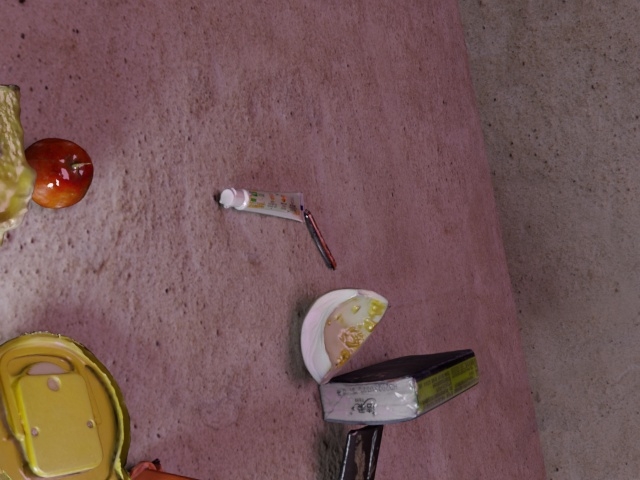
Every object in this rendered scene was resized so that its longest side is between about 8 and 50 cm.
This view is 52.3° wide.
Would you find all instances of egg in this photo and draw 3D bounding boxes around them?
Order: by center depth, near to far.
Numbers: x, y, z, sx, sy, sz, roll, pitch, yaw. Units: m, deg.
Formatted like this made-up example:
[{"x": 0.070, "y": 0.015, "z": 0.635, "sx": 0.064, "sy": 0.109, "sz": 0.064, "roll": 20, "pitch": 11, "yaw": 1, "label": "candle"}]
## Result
[{"x": 0.031, "y": 0.220, "z": 1.647, "sx": 0.271, "sy": 0.162, "sz": 0.206, "roll": -45, "pitch": 164, "yaw": -18, "label": "egg"}]

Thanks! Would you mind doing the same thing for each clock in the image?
[{"x": -0.427, "y": 0.288, "z": 1.020, "sx": 0.277, "sy": 0.071, "sz": 0.293, "roll": 22, "pitch": 43, "yaw": -53, "label": "clock"}]

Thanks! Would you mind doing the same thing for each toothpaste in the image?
[{"x": -0.127, "y": -0.094, "z": 1.610, "sx": 0.056, "sy": 0.058, "sz": 0.314, "roll": 42, "pitch": 19, "yaw": 27, "label": "toothpaste"}]

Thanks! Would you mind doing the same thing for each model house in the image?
[{"x": -0.529, "y": -0.096, "z": 0.926, "sx": 0.175, "sy": 0.193, "sz": 0.234, "roll": -5, "pitch": 87, "yaw": -55, "label": "model house"}]

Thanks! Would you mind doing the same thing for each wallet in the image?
[{"x": 0.091, "y": 0.619, "z": 1.626, "sx": 0.170, "sy": 0.044, "sz": 0.321, "roll": 10, "pitch": 92, "yaw": -54, "label": "wallet"}]

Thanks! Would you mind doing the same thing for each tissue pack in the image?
[{"x": 0.223, "y": 0.389, "z": 1.753, "sx": 0.394, "sy": 0.288, "sz": 0.124, "roll": -3, "pitch": 80, "yaw": -55, "label": "tissue pack"}]

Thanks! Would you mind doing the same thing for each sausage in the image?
[{"x": 0.000, "y": 0.000, "z": 1.781, "sx": 0.198, "sy": 0.025, "sz": 0.028, "roll": 63, "pitch": 22, "yaw": -21, "label": "sausage"}]

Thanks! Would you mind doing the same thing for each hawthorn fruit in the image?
[{"x": -0.449, "y": -0.121, "z": 1.108, "sx": 0.125, "sy": 0.140, "sz": 0.125, "roll": 11, "pitch": 58, "yaw": -19, "label": "hawthorn fruit"}]

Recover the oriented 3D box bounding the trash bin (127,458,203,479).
[{"x": -0.254, "y": 0.471, "z": 1.099, "sx": 0.184, "sy": 0.238, "sz": 0.161, "roll": -37, "pitch": 110, "yaw": -54, "label": "trash bin"}]
